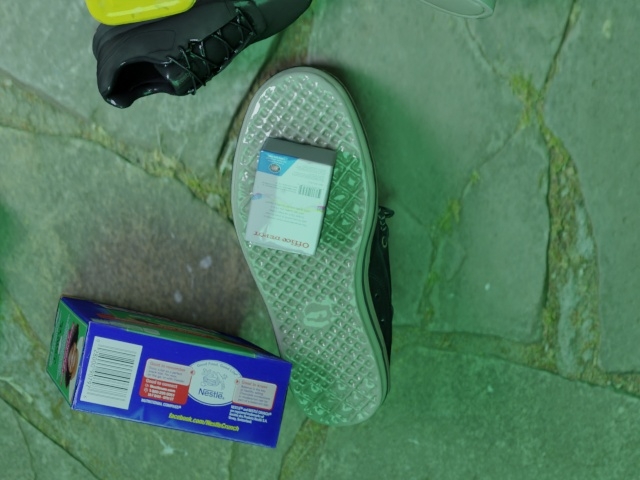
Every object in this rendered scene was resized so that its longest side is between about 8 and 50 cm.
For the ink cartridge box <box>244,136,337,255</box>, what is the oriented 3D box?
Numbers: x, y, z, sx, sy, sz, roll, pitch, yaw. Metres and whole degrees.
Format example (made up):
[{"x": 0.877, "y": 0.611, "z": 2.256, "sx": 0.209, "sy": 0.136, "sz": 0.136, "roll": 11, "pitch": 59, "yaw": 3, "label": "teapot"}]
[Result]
[{"x": -0.035, "y": -0.052, "z": 1.971, "sx": 0.088, "sy": 0.052, "sz": 0.122, "roll": 13, "pitch": 115, "yaw": 2, "label": "ink cartridge box"}]

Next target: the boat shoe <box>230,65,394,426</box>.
[{"x": 0.000, "y": 0.000, "z": 2.111, "sx": 0.187, "sy": 0.156, "sz": 0.500, "roll": -5, "pitch": 120, "yaw": 10, "label": "boat shoe"}]

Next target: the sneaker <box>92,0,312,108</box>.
[{"x": -0.132, "y": -0.228, "z": 1.892, "sx": 0.286, "sy": 0.130, "sz": 0.109, "roll": -24, "pitch": 129, "yaw": 19, "label": "sneaker"}]

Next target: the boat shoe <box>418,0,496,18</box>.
[{"x": 0.062, "y": -0.350, "z": 1.801, "sx": 0.324, "sy": 0.096, "sz": 0.116, "roll": 23, "pitch": 170, "yaw": -18, "label": "boat shoe"}]

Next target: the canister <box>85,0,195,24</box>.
[{"x": -0.189, "y": -0.313, "z": 1.776, "sx": 0.126, "sy": 0.170, "sz": 0.073, "roll": -10, "pitch": 134, "yaw": 8, "label": "canister"}]

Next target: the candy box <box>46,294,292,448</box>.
[{"x": -0.206, "y": 0.167, "z": 2.161, "sx": 0.268, "sy": 0.317, "sz": 0.122, "roll": 13, "pitch": 89, "yaw": -16, "label": "candy box"}]
